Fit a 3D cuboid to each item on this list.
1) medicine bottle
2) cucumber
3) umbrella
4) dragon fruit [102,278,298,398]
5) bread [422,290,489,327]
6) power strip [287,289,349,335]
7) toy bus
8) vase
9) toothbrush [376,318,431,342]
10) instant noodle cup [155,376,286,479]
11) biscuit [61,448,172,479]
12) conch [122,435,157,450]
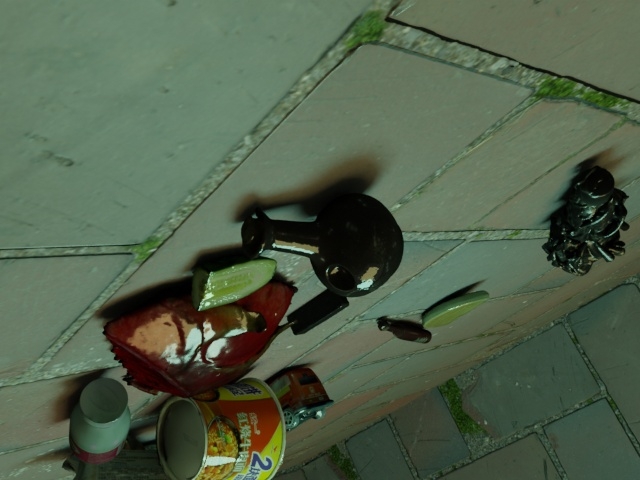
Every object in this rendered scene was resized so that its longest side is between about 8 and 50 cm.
[{"bbox_3d":[-0.336,0.275,1.120,0.090,0.090,0.216,-15,157,-26],"label":"medicine bottle"},{"bbox_3d":[-0.104,0.041,0.879,0.107,0.035,0.067,-14,135,-39],"label":"cucumber"},{"bbox_3d":[0.483,-0.035,1.281,0.154,0.128,0.336,-21,157,-6],"label":"umbrella"},{"bbox_3d":[-0.144,0.141,1.012,0.282,0.100,0.343,-25,162,-15],"label":"dragon fruit"},{"bbox_3d":[0.285,0.159,1.666,0.112,0.036,0.193,-9,159,-28],"label":"bread"},{"bbox_3d":[-0.004,0.115,1.194,0.111,0.037,0.029,-34,160,27],"label":"power strip"},{"bbox_3d":[-0.105,0.383,1.633,0.265,0.119,0.121,-38,157,31],"label":"toy bus"},{"bbox_3d":[0.000,0.000,0.818,0.183,0.120,0.120,8,145,-28],"label":"vase"},{"bbox_3d":[0.193,0.209,1.675,0.041,0.040,0.364,-31,159,15],"label":"toothbrush"},{"bbox_3d":[-0.196,0.369,1.386,0.174,0.213,0.213,7,144,-44],"label":"instant noodle cup"},{"bbox_3d":[-0.335,0.468,1.415,0.309,0.186,0.079,8,107,-21],"label":"biscuit"},{"bbox_3d":[-0.392,0.529,1.639,0.203,0.170,0.386,-42,131,-20],"label":"conch"}]
